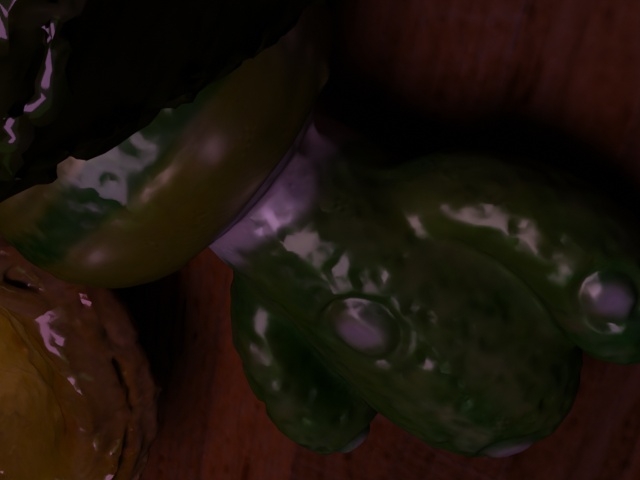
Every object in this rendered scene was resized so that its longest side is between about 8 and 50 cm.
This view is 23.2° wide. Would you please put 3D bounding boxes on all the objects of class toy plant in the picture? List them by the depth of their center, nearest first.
[{"bbox_3d":[0.000,0.000,0.736,0.316,0.184,0.224,38,128,-15],"label":"toy plant"}]

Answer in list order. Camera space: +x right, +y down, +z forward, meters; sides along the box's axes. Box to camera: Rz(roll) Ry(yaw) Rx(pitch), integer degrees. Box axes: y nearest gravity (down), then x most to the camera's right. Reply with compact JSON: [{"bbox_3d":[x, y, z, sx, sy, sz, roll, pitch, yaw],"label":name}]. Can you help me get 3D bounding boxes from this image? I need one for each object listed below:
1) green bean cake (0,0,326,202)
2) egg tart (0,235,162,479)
[{"bbox_3d":[-0.081,-0.213,0.455,0.218,0.319,0.335,23,117,12],"label":"green bean cake"},{"bbox_3d":[-0.250,0.060,0.946,0.345,0.132,0.345,8,127,11],"label":"egg tart"}]
